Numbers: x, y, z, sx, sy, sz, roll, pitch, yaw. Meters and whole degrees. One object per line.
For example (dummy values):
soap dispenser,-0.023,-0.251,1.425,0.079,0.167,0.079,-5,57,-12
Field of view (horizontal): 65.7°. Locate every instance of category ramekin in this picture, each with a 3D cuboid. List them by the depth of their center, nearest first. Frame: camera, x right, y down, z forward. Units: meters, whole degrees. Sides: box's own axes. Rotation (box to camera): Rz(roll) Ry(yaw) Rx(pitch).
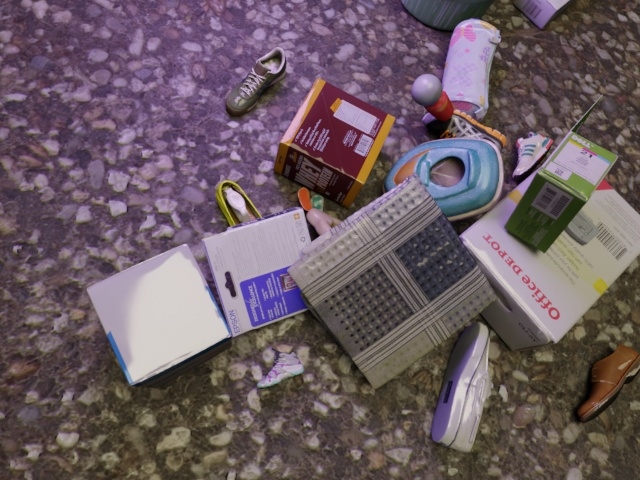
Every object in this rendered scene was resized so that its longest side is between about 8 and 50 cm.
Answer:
ramekin,0.348,-0.718,1.329,0.303,0.148,0.303,4,70,-10

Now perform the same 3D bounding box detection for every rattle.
rattle,0.000,0.000,1.077,0.200,0.142,0.130,37,35,19

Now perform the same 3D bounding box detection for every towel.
towel,0.139,0.083,0.976,0.324,0.056,0.312,-36,97,-2

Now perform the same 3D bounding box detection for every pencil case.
pencil case,0.374,-0.422,1.251,0.124,0.113,0.273,11,69,16

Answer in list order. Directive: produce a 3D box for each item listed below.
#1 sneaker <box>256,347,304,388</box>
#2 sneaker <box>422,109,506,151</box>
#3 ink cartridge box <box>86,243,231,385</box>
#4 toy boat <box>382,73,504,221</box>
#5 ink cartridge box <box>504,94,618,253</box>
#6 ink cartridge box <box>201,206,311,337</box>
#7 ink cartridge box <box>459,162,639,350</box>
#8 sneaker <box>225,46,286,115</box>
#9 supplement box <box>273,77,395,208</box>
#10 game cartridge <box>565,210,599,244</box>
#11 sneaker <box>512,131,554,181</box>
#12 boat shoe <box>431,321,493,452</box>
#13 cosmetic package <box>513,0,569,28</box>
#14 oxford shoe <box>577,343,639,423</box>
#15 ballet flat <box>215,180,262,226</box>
sneaker,-0.088,0.245,0.973,0.098,0.038,0.069,-17,74,-26
sneaker,0.346,-0.251,1.207,0.215,0.084,0.083,22,78,-2
ink cartridge box,-0.265,0.142,0.865,0.168,0.232,0.171,-27,79,-16
toy boat,0.249,-0.195,1.077,0.268,0.148,0.318,-9,72,32
ink cartridge box,0.485,-0.128,0.956,0.097,0.188,0.255,37,66,19
ink cartridge box,-0.109,0.060,0.983,0.208,0.045,0.206,-18,102,-19
ink cartridge box,0.491,0.015,1.101,0.385,0.160,0.279,-36,80,-20
sneaker,-0.147,-0.375,1.144,0.064,0.086,0.192,41,69,4
supplement box,0.028,-0.213,1.100,0.194,0.129,0.191,27,67,-2
game cartridge,0.533,-0.034,1.031,0.056,0.017,0.083,-34,79,-24
sneaker,0.514,-0.214,1.248,0.075,0.057,0.161,38,69,21
boat shoe,0.305,0.297,1.013,0.084,0.095,0.258,25,79,-7
cosmetic package,0.683,-0.726,1.435,0.231,0.085,0.117,-42,84,-20
oxford shoe,0.621,0.312,1.087,0.212,0.076,0.076,-38,53,-18
ballet flat,-0.148,-0.030,1.031,0.077,0.077,0.231,-31,80,-18
